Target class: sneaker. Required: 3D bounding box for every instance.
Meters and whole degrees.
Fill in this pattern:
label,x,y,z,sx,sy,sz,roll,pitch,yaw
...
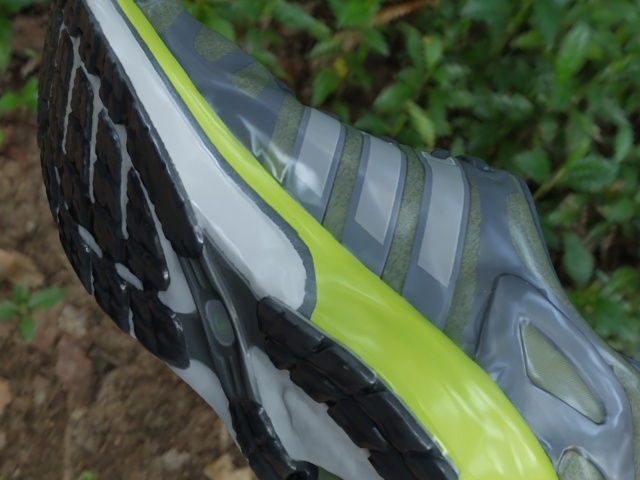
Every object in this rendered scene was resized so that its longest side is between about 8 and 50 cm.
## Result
label,x,y,z,sx,sy,sz,roll,pitch,yaw
sneaker,0.000,0.000,0.526,0.121,0.111,0.300,-21,59,-34
